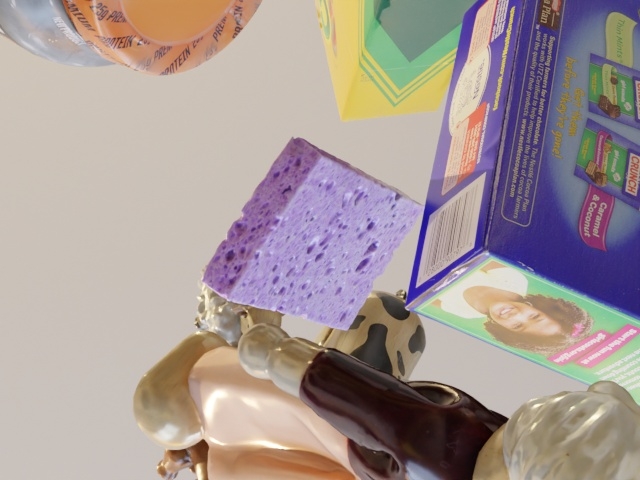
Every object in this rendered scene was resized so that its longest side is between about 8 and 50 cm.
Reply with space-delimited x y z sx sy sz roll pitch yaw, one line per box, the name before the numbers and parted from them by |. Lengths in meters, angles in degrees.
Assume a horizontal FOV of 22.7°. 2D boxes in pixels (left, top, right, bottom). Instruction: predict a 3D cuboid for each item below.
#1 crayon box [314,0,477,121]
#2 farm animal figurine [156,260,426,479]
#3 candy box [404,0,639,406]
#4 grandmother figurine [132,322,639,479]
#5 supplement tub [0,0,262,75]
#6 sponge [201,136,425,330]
crayon box | 0.050 -0.336 1.396 0.106 0.313 0.362 -6 -111 -12
farm animal figurine | 0.043 0.162 1.385 0.330 0.172 0.326 23 -140 -18
candy box | 0.244 -0.026 1.168 0.317 0.122 0.268 22 -119 -16
grandmother figurine | 0.047 0.111 0.813 0.208 0.342 0.104 23 -102 -31
supplement tub | -0.184 -0.229 1.000 0.194 0.316 0.193 -33 -42 -35
sponge | 0.000 0.000 1.137 0.031 0.210 0.117 36 -84 23
